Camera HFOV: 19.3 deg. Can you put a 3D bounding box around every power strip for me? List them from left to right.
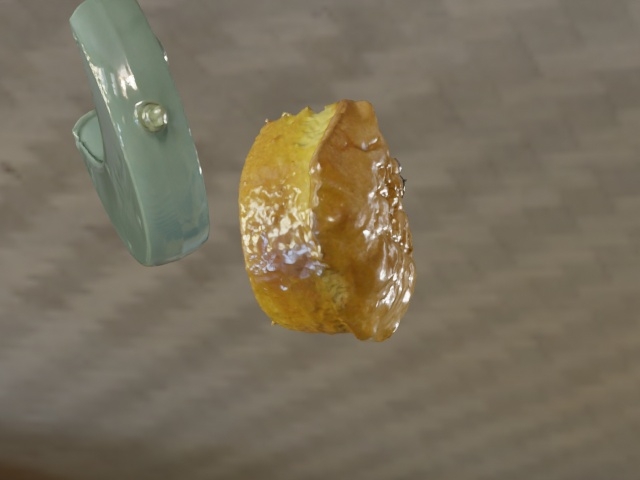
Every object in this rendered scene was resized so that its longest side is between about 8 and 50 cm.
[{"bbox_3d":[-0.130,-0.069,1.343,0.054,0.167,0.253,-23,167,-14],"label":"power strip"}]

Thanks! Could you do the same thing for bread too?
[{"bbox_3d":[0.000,0.000,1.716,0.143,0.229,0.139,-4,-156,27],"label":"bread"}]
